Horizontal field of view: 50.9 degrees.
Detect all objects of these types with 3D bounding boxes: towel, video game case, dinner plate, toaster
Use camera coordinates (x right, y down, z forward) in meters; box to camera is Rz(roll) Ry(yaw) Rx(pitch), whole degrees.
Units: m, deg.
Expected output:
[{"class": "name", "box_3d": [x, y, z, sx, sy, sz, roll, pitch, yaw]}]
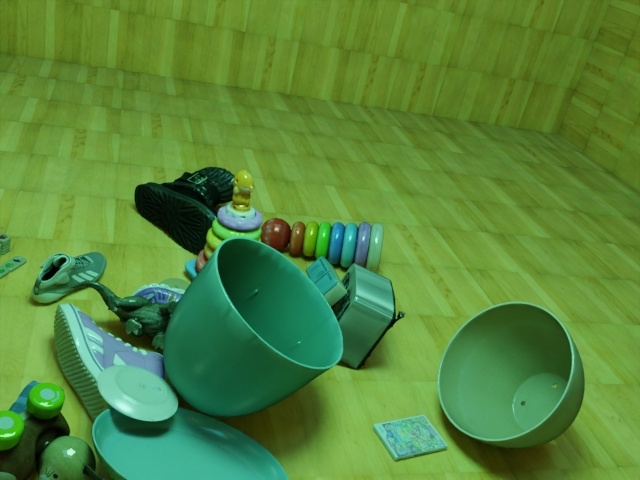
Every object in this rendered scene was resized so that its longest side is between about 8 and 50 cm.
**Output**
[{"class": "towel", "box_3d": [-0.487, 0.288, 1.137, 0.067, 0.029, 0.119, 13, 26, -1]}, {"class": "video game case", "box_3d": [0.172, 0.378, 1.296, 0.122, 0.011, 0.087, -2, 32, -28]}, {"class": "dinner plate", "box_3d": [-0.303, 0.249, 1.128, 0.141, 0.017, 0.141, 28, 16, -9]}, {"class": "toaster", "box_3d": [0.087, 0.159, 1.474, 0.110, 0.186, 0.168, 26, 26, -13]}]

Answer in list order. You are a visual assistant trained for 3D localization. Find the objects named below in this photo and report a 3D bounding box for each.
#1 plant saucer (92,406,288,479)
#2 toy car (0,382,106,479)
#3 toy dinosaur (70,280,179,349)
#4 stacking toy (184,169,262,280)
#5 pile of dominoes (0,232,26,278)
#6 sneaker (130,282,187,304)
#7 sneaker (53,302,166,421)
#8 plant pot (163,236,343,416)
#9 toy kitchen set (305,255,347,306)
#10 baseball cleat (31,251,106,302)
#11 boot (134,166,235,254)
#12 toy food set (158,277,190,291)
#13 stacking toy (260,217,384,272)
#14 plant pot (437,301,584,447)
[{"class": "plant saucer", "box_3d": [-0.202, 0.346, 1.041, 0.317, 0.044, 0.317, 22, 4, -2]}, {"class": "toy car", "box_3d": [-0.391, 0.335, 0.981, 0.188, 0.155, 0.149, 34, 31, 11]}, {"class": "toy dinosaur", "box_3d": [-0.346, 0.157, 1.359, 0.313, 0.121, 0.160, 6, -10, -3]}, {"class": "stacking toy", "box_3d": [-0.196, -0.026, 1.567, 0.165, 0.302, 0.175, -12, 36, -40]}, {"class": "pile of dominoes", "box_3d": [-0.784, 0.043, 1.448, 0.195, 0.040, 0.251, 19, 27, 9]}, {"class": "sneaker", "box_3d": [-0.327, 0.139, 1.457, 0.169, 0.068, 0.071, 5, 36, -17]}, {"class": "sneaker", "box_3d": [-0.386, 0.218, 1.255, 0.161, 0.102, 0.282, -7, 44, -42]}, {"class": "plant pot", "box_3d": [-0.145, 0.178, 1.222, 0.293, 0.235, 0.293, 39, 23, -20]}, {"class": "toy kitchen set", "box_3d": [-0.082, 0.100, 1.450, 0.166, 0.207, 0.122, 46, 6, -30]}, {"class": "baseball cleat", "box_3d": [-0.531, 0.061, 1.458, 0.072, 0.109, 0.206, 33, 35, 6]}, {"class": "boot", "box_3d": [-0.307, -0.096, 1.835, 0.348, 0.131, 0.260, 32, 32, 32]}, {"class": "toy food set", "box_3d": [-0.333, 0.114, 1.546, 0.082, 0.020, 0.083, 15, 27, 2]}, {"class": "stacking toy", "box_3d": [0.000, 0.000, 1.819, 0.330, 0.141, 0.141, 9, 27, 2]}, {"class": "plant pot", "box_3d": [0.404, 0.291, 1.340, 0.191, 0.284, 0.284, 39, 11, -36]}]
